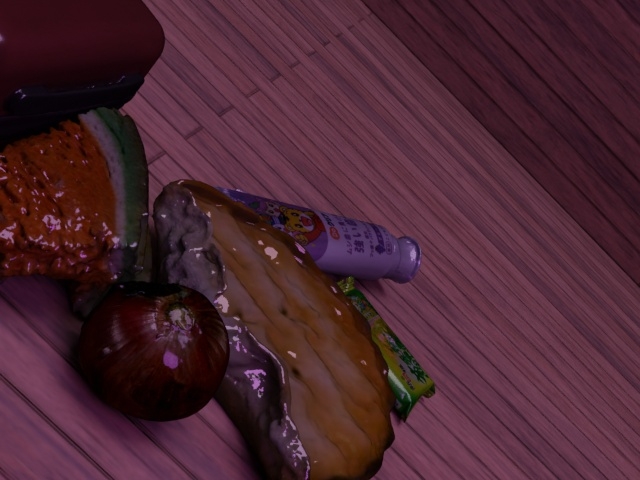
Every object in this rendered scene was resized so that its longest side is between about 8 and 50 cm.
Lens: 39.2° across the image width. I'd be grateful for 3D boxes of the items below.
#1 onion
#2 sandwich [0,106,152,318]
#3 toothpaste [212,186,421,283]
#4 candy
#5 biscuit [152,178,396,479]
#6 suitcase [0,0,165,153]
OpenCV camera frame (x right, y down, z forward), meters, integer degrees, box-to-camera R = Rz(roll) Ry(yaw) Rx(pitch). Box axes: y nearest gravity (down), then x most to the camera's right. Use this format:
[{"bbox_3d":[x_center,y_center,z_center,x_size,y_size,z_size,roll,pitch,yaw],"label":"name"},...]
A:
[{"bbox_3d":[-0.128,0.090,0.706,0.117,0.119,0.119,-10,53,-23],"label":"onion"},{"bbox_3d":[-0.218,-0.026,0.747,0.160,0.109,0.185,6,45,-28],"label":"sandwich"},{"bbox_3d":[0.000,0.000,1.106,0.299,0.073,0.114,13,40,-40],"label":"toothpaste"},{"bbox_3d":[0.064,0.123,1.053,0.178,0.032,0.102,52,24,11],"label":"candy"},{"bbox_3d":[-0.044,0.105,0.858,0.329,0.078,0.335,39,25,-23],"label":"biscuit"},{"bbox_3d":[-0.297,-0.193,0.788,0.236,0.161,0.297,49,23,1],"label":"suitcase"}]
